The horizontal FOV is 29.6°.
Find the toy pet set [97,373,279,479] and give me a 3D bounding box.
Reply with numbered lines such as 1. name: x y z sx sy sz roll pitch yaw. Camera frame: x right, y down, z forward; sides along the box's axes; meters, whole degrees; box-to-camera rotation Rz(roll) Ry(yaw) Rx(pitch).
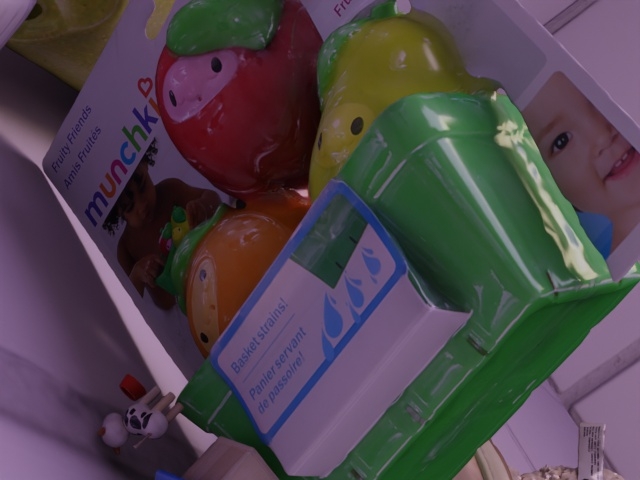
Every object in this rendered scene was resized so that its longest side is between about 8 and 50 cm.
1. toy pet set: -0.067 0.141 0.631 0.114 0.065 0.122 4 -45 56

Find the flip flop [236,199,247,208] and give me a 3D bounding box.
1. flip flop: 0.000 0.000 0.944 0.277 0.112 0.080 6 16 -11

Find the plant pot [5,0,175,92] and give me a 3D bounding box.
1. plant pot: -0.136 -0.203 0.896 0.276 0.276 0.254 56 15 17

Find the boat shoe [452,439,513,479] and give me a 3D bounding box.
1. boat shoe: 0.054 0.143 0.775 0.109 0.098 0.302 105 -21 -51

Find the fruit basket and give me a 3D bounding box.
1. fruit basket: -0.020 -0.035 0.669 0.353 0.327 0.165 49 34 19

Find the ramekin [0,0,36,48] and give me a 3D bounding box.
1. ramekin: -0.255 -0.175 0.595 0.273 0.127 0.273 51 9 -12

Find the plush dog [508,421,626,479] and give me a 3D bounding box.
1. plush dog: 0.246 0.308 1.163 0.262 0.211 0.225 57 -13 23
